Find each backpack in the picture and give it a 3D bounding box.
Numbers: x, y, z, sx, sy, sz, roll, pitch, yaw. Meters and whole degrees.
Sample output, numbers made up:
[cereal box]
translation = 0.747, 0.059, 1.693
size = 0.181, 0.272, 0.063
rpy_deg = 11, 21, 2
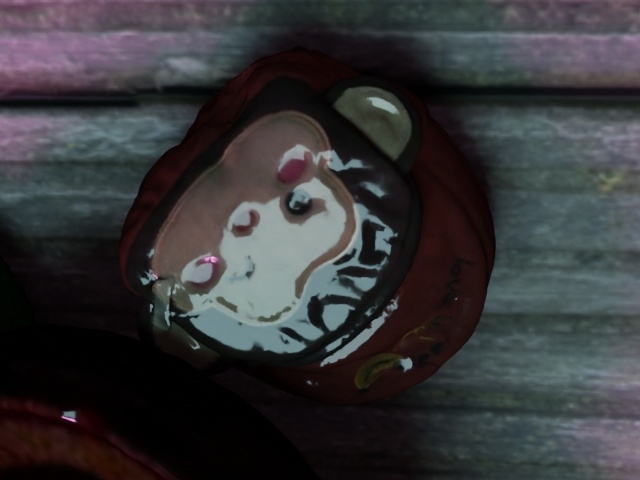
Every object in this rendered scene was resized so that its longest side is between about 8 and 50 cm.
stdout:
[backpack]
translation = 0.000, 0.001, 1.144
size = 0.229, 0.139, 0.229
rpy_deg = 1, 112, 2

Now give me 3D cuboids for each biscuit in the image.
[biscuit]
translation = -0.118, 0.239, 1.201
size = 0.407, 0.091, 0.407
rpy_deg = 22, 133, 26

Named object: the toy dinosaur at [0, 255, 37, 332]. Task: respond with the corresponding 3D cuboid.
[toy dinosaur]
translation = -0.215, 0.001, 1.241
size = 0.447, 0.087, 0.301
rpy_deg = 38, 121, -18
